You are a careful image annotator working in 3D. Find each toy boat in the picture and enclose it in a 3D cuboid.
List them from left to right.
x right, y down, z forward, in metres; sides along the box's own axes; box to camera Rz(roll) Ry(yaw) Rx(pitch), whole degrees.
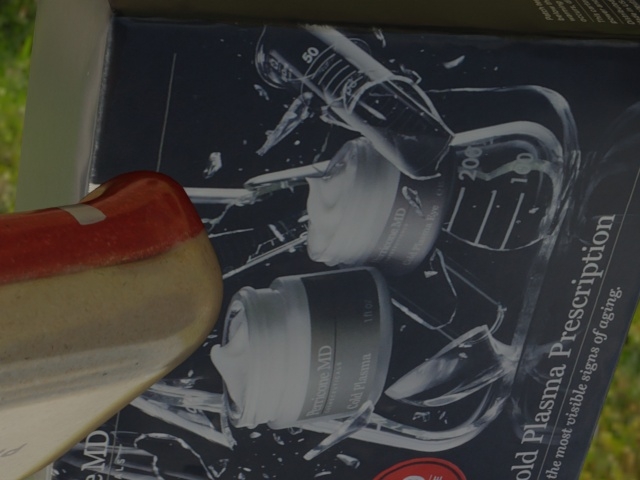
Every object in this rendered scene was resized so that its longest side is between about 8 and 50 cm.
[{"bbox_3d":[-0.149,0.010,0.591,0.231,0.151,0.151,-10,159,-48],"label":"toy boat"}]

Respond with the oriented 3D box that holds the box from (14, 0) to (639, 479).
[{"bbox_3d":[0.000,0.000,0.922,0.312,0.179,0.343,0,123,-18],"label":"box"}]
